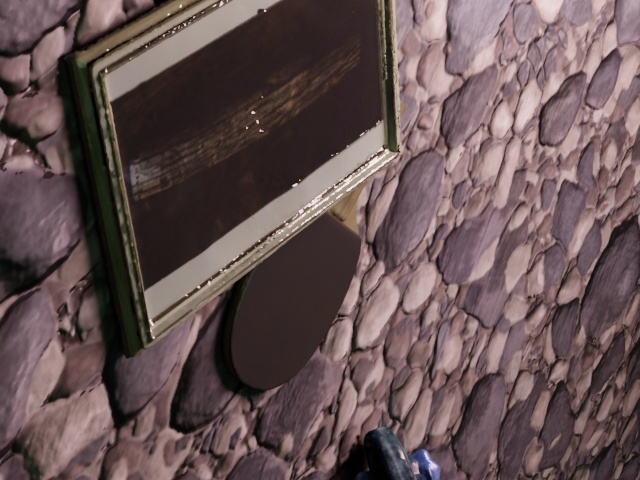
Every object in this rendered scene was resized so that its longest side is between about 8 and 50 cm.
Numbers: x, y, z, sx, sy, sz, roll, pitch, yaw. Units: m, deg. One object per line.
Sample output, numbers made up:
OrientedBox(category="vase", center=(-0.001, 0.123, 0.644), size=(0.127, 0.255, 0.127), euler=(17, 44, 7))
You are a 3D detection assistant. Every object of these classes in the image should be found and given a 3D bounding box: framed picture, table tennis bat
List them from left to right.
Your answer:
OrientedBox(category="framed picture", center=(-0.038, -0.083, 0.970), size=(0.293, 0.018, 0.231), euler=(-38, 138, -35))
OrientedBox(category="table tennis bat", center=(0.000, 0.000, 1.106), size=(0.246, 0.022, 0.138), euler=(-64, 149, -7))

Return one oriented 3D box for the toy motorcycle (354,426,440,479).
OrientedBox(category="toy motorcycle", center=(0.119, 0.328, 1.299), size=(0.182, 0.241, 0.319), euler=(-40, 139, -30))
